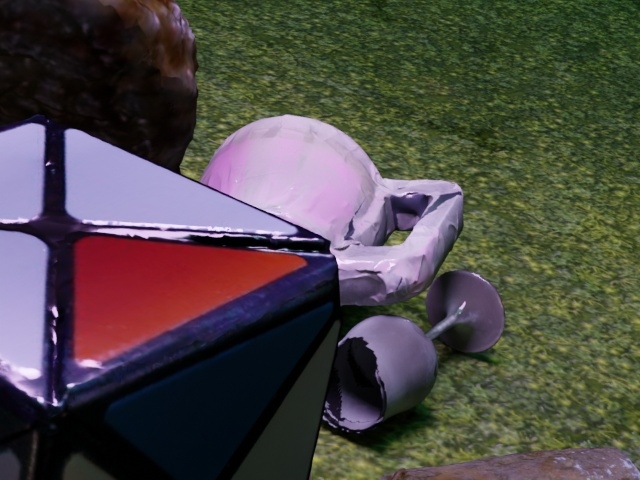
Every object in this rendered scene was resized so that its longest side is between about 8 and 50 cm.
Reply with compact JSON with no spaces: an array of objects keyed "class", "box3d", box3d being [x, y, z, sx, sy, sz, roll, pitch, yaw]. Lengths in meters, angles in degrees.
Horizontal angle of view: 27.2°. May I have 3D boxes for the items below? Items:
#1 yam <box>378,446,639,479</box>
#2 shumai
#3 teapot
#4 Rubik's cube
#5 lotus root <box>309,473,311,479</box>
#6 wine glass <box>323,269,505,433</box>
[{"class":"yam","box3d":[0.131,0.188,0.849,0.194,0.107,0.107,-3,29,-27]},{"class":"shumai","box3d":[-0.255,-0.200,1.074,0.395,0.395,0.348,11,50,-1]},{"class":"teapot","box3d":[-0.007,0.011,1.099,0.221,0.163,0.178,23,29,-3]},{"class":"Rubik's cube","box3d":[-0.162,0.098,0.752,0.248,0.246,0.250,26,30,28]},{"class":"lotus root","box3d":[-0.027,0.149,0.948,0.037,0.030,0.083,5,26,-9]},{"class":"wine glass","box3d":[0.071,0.087,1.058,0.079,0.079,0.195,25,28,25]}]
